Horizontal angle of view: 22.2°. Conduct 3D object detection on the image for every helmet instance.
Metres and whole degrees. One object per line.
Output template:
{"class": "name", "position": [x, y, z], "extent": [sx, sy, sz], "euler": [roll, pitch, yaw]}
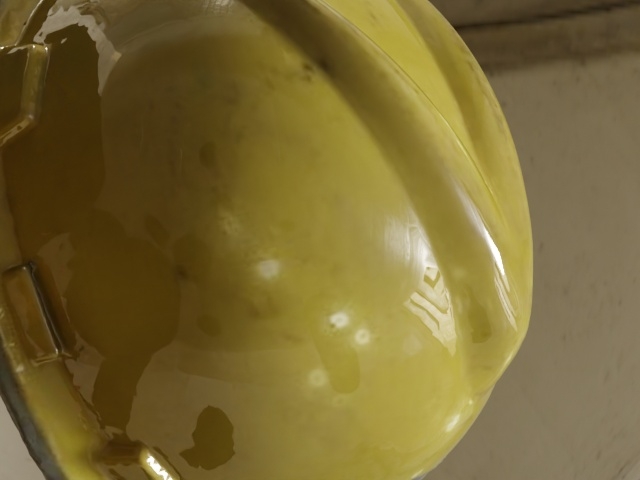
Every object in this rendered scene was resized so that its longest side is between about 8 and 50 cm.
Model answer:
{"class": "helmet", "position": [0.000, 0.000, 0.544], "extent": [0.140, 0.205, 0.257], "euler": [-18, -88, 36]}
